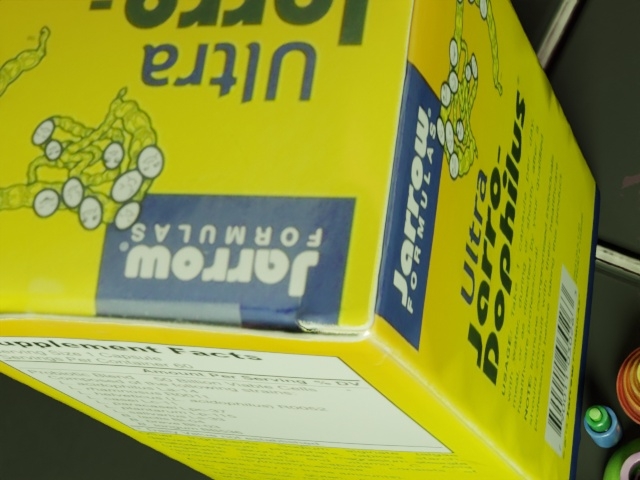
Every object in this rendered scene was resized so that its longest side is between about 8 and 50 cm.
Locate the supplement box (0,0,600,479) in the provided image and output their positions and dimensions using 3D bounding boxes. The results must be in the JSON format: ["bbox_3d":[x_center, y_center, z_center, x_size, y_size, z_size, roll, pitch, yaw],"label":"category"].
[{"bbox_3d":[0.000,0.000,0.722,0.194,0.356,0.195,1,71,21],"label":"supplement box"}]

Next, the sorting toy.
[{"bbox_3d":[0.167,0.097,0.798,0.061,0.042,0.102,3,72,22],"label":"sorting toy"}]
